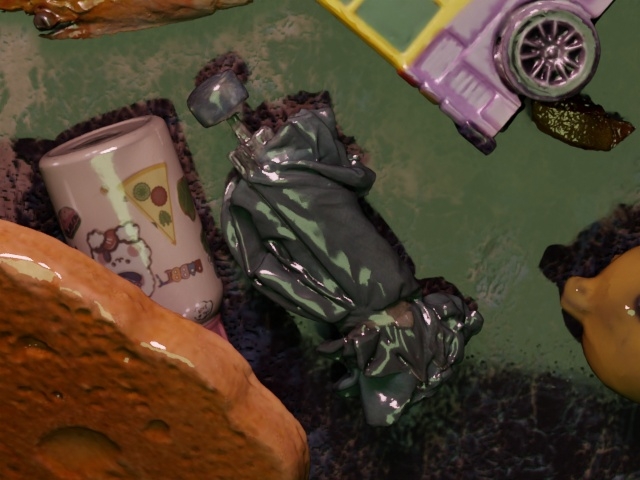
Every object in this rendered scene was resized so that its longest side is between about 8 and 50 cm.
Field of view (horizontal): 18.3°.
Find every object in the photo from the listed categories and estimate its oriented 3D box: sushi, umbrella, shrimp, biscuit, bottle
[{"bbox_3d":[0.222,-0.108,1.734,0.099,0.050,0.047,14,108,-24],"label":"sushi"},{"bbox_3d":[0.001,-0.002,1.730,0.143,0.094,0.349,-41,106,-12],"label":"umbrella"},{"bbox_3d":[-0.151,-0.251,1.698,0.294,0.062,0.154,-19,89,0],"label":"shrimp"},{"bbox_3d":[-0.211,0.145,1.679,0.455,0.078,0.349,43,134,-21],"label":"biscuit"},{"bbox_3d":[-0.148,0.027,1.720,0.120,0.120,0.253,-19,101,3],"label":"bottle"}]

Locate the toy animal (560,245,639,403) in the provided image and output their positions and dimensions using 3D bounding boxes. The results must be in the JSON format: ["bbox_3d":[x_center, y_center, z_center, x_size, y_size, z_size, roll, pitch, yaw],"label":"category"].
[{"bbox_3d":[0.344,0.088,1.731,0.281,0.195,0.169,25,140,-10],"label":"toy animal"}]

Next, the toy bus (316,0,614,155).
[{"bbox_3d":[0.195,-0.313,1.615,0.249,0.209,0.440,40,99,-8],"label":"toy bus"}]
